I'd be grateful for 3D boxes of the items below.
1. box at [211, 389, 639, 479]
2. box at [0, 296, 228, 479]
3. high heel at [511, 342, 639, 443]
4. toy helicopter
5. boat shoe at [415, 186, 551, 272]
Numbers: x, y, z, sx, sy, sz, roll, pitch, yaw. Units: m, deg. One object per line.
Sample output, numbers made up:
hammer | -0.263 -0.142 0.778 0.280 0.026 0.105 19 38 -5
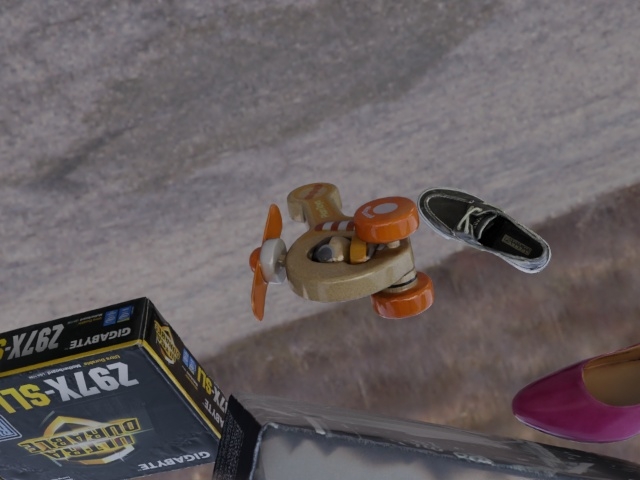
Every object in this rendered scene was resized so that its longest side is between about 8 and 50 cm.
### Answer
box | 0.131 0.328 0.959 0.479 0.298 0.472 11 175 -7
box | -0.299 0.207 1.290 0.321 0.079 0.257 -14 133 15
high heel | 0.410 0.134 1.261 0.377 0.127 0.181 -13 128 9
toy helicopter | 0.000 0.000 1.433 0.234 0.140 0.355 -16 -156 -5
boat shoe | 0.237 -0.025 1.524 0.219 0.078 0.070 26 177 20
